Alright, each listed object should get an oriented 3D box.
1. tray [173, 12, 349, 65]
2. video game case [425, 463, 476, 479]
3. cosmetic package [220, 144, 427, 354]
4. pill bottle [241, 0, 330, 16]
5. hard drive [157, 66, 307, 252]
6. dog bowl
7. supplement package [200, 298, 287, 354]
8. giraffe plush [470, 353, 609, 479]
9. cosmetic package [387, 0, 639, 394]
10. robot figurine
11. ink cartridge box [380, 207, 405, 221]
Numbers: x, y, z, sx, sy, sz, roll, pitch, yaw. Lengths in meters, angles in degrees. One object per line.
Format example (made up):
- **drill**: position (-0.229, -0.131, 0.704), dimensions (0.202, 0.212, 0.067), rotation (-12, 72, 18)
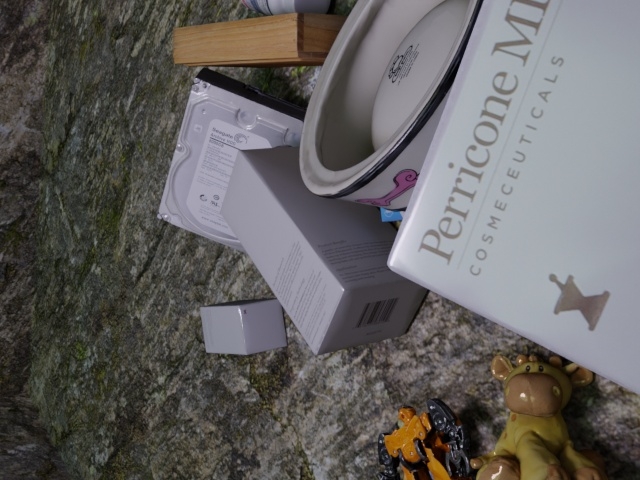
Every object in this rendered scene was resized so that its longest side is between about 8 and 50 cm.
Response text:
- **tray**: position (-0.075, -0.344, 1.420), dimensions (0.411, 0.203, 0.076), rotation (16, 108, 52)
- **video game case**: position (0.262, 0.541, 1.250), dimensions (0.300, 0.036, 0.329), rotation (16, 108, 52)
- **cosmetic package**: position (0.000, 0.000, 1.385), dimensions (0.365, 0.197, 0.155), rotation (53, 136, 37)
- **pill bottle**: position (-0.064, -0.453, 1.469), dimensions (0.180, 0.108, 0.108), rotation (35, 123, 45)
- **hard drive**: position (-0.171, -0.142, 1.583), dimensions (0.064, 0.237, 0.339), rotation (-72, 5, -55)
- **dog bowl**: position (0.139, -0.216, 1.069), dimensions (0.408, 0.150, 0.408), rotation (-47, 29, 37)
- **supplement package**: position (-0.166, 0.183, 1.724), dimensions (0.179, 0.105, 0.105), rotation (-9, 88, 55)
- **giraffe plush**: position (0.293, 0.241, 1.079), dimensions (0.210, 0.181, 0.170), rotation (145, 129, -88)
- **cosmetic package**: position (0.333, -0.057, 0.658), dimensions (0.394, 0.327, 0.329), rotation (26, 107, 25)
- **robot figurine**: position (0.190, 0.385, 1.220), dimensions (0.211, 0.085, 0.291), rotation (-46, 55, 42)
- **ink cartridge box**: position (0.142, -0.123, 1.280), dimensions (0.104, 0.060, 0.180), rotation (-4, 92, 54)
